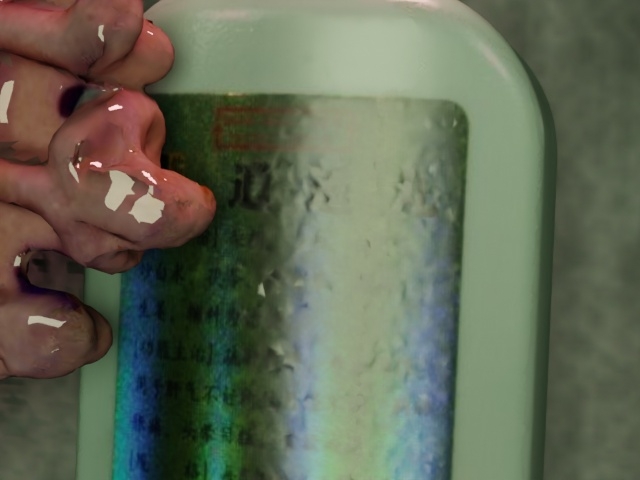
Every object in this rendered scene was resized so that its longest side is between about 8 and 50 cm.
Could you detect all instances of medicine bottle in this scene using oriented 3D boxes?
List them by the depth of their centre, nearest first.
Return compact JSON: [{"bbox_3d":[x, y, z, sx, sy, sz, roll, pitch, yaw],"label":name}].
[{"bbox_3d":[0.000,0.000,0.367,0.121,0.083,0.229,3,92,16],"label":"medicine bottle"}]

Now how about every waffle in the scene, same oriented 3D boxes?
[{"bbox_3d":[-0.141,-0.036,0.370,0.234,0.055,0.221,-32,76,27],"label":"waffle"}]
